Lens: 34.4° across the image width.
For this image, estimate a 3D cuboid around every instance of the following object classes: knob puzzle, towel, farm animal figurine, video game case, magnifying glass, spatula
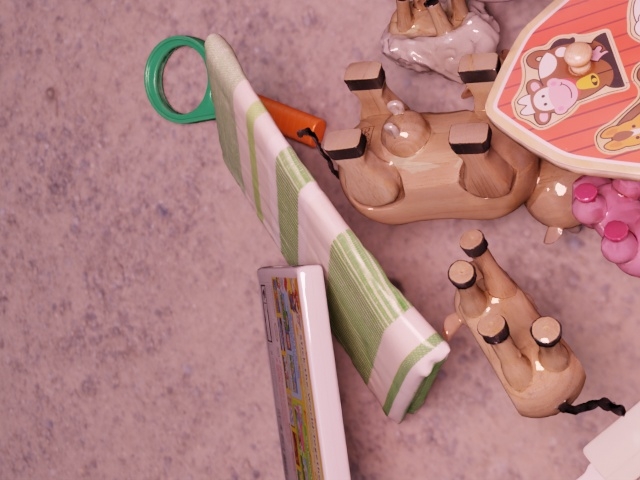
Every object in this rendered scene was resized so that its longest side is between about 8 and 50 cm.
[{"bbox_3d":[0.205,-0.121,0.706,0.213,0.030,0.213,-12,55,18],"label":"knob puzzle"},{"bbox_3d":[0.000,0.000,0.913,0.038,0.248,0.325,-30,74,-11],"label":"towel"},{"bbox_3d":[0.142,-0.038,0.810,0.327,0.172,0.330,18,67,32],"label":"farm animal figurine"},{"bbox_3d":[-0.016,0.135,0.958,0.206,0.026,0.227,173,90,-77],"label":"video game case"},{"bbox_3d":[-0.092,-0.146,1.063,0.231,0.026,0.092,25,107,31],"label":"magnifying glass"},{"bbox_3d":[0.252,0.266,0.875,0.168,0.019,0.242,50,118,19],"label":"spatula"}]

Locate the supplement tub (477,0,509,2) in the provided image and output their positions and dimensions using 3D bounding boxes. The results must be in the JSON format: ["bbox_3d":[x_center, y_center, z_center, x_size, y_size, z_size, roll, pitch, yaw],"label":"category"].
[{"bbox_3d":[0.059,-0.338,0.812,0.338,0.207,0.207,41,116,40],"label":"supplement tub"}]
